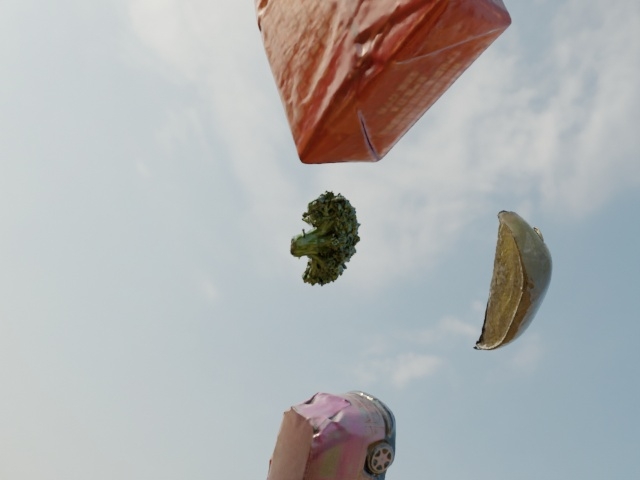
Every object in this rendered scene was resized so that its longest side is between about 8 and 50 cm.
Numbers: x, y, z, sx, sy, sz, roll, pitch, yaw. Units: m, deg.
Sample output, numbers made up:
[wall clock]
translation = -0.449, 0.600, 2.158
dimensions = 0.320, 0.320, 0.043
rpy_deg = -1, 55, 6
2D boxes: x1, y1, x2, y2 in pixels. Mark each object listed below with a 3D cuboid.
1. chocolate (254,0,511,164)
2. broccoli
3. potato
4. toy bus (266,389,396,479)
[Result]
[chocolate]
translation = 0.051, -0.222, 0.859
dimensions = 0.108, 0.237, 0.235
rpy_deg = 11, -42, -34
[broccoli]
translation = 0.000, 0.000, 1.003
dimensions = 0.097, 0.092, 0.095
rpy_deg = -32, -111, 60
[potato]
translation = 0.348, 0.085, 1.502
dimensions = 0.100, 0.120, 0.261
rpy_deg = -136, -134, -58
[toy bus]
translation = 0.001, 0.356, 1.217
dimensions = 0.147, 0.303, 0.127
rpy_deg = 8, 5, -34
